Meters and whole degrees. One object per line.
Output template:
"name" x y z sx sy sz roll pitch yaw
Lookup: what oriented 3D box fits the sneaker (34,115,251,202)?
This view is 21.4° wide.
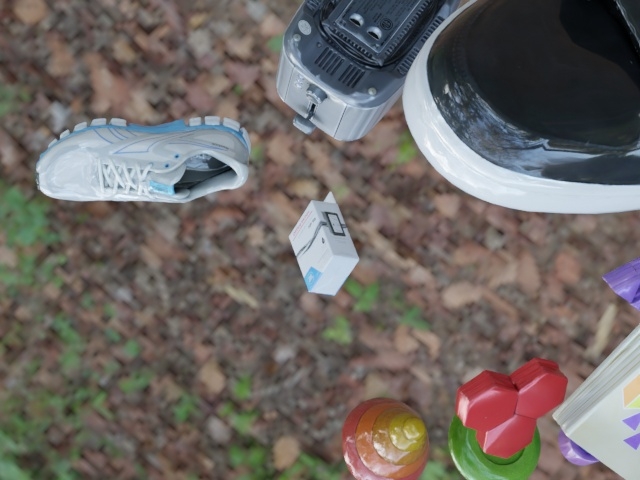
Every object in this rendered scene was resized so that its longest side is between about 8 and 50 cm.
"sneaker" -0.151 -0.063 1.458 0.190 0.083 0.071 -9 119 -6

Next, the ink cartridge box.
"ink cartridge box" 0.000 0.000 1.466 0.028 0.083 0.048 8 132 -31

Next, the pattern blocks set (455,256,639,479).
"pattern blocks set" 0.263 0.117 1.252 0.325 0.285 0.026 47 -172 -44

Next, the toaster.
"toaster" 0.048 -0.206 1.684 0.129 0.227 0.146 35 159 2

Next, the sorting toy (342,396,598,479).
"sorting toy" 0.217 0.245 2.135 0.365 0.127 0.126 1 163 -17

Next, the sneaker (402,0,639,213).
"sneaker" 0.129 -0.082 0.441 0.079 0.216 0.121 62 151 24
